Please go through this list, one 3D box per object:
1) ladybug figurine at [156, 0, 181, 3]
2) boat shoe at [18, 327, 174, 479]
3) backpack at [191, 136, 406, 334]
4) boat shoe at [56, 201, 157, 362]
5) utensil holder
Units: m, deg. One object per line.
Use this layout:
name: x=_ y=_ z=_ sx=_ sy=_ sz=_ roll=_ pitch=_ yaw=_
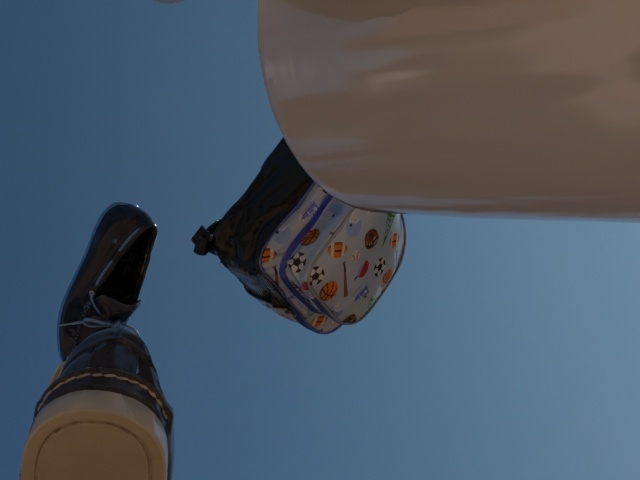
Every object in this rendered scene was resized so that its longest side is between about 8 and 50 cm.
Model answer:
ladybug figurine: x=-0.112 y=-0.298 z=0.509 sx=0.162 sy=0.449 sz=0.305 roll=6 pitch=-93 yaw=-10
boat shoe: x=-0.100 y=0.127 z=0.396 sx=0.075 sy=0.065 sz=0.206 roll=9 pitch=-57 yaw=-11
backpack: x=0.000 y=0.000 z=1.284 sx=0.276 sy=0.213 sz=0.263 roll=-50 pitch=-31 yaw=-13
boat shoe: x=-0.297 y=0.077 z=1.254 sx=0.109 sy=0.089 sz=0.258 roll=0 pitch=-70 yaw=-49
utensil holder: x=0.192 y=-0.170 z=0.686 sx=0.327 sy=0.385 sz=0.328 roll=-2 pitch=-87 yaw=-47
